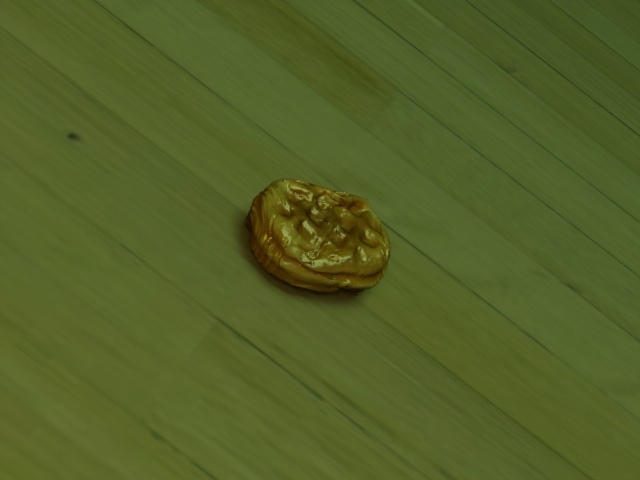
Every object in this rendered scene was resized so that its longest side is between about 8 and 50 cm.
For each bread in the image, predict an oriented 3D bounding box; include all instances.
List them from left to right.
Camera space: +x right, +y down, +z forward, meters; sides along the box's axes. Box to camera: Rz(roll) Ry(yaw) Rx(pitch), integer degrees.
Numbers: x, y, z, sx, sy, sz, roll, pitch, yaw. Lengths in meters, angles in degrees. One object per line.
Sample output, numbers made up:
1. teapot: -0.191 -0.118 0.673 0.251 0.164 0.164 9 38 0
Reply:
1. bread: 0.000 0.000 0.764 0.111 0.044 0.083 10 46 -34
